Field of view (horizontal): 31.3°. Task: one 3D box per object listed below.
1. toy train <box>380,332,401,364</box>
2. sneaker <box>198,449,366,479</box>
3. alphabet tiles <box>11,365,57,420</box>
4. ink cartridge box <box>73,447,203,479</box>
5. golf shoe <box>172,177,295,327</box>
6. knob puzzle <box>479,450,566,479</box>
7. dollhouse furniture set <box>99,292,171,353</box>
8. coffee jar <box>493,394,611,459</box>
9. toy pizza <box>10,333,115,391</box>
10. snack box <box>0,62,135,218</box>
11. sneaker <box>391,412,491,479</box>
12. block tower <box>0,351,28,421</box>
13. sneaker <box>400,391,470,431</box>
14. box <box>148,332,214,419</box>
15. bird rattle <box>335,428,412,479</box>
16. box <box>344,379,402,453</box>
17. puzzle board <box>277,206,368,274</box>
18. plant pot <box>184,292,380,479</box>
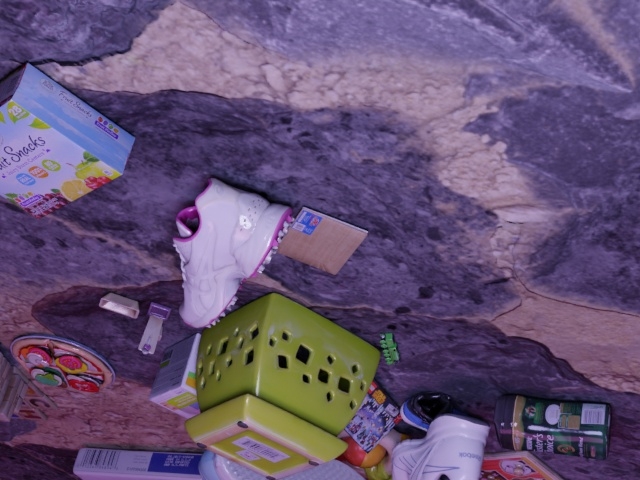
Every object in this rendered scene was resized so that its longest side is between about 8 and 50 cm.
[{"bbox_3d":[0.110,0.171,1.800,0.023,0.017,0.083,-6,144,11],"label":"toy train"},{"bbox_3d":[-0.050,0.439,2.005,0.366,0.135,0.150,34,148,-19],"label":"sneaker"},{"bbox_3d":[-0.718,0.294,2.317,0.342,0.011,0.285,0,145,22],"label":"alphabet tiles"},{"bbox_3d":[-0.321,0.551,2.506,0.324,0.071,0.330,-2,147,23],"label":"ink cartridge box"},{"bbox_3d":[-0.150,0.016,1.596,0.140,0.115,0.306,32,139,-7],"label":"golf shoe"},{"bbox_3d":[0.344,0.446,2.118,0.213,0.030,0.213,10,148,6],"label":"knob puzzle"},{"bbox_3d":[-0.315,0.146,1.866,0.114,0.081,0.091,19,147,-8],"label":"dollhouse furniture set"},{"bbox_3d":[0.371,0.299,1.836,0.184,0.079,0.096,3,146,18],"label":"coffee jar"},{"bbox_3d":[-0.479,0.235,2.112,0.201,0.032,0.201,10,148,6],"label":"toy pizza"},{"bbox_3d":[-0.373,-0.124,1.486,0.207,0.070,0.174,-21,134,41],"label":"snack box"},{"bbox_3d":[0.186,0.388,1.892,0.111,0.129,0.297,14,148,-9],"label":"sneaker"},{"bbox_3d":[-0.650,0.219,2.088,0.097,0.091,0.335,1,143,16],"label":"block tower"},{"bbox_3d":[0.215,0.300,1.917,0.152,0.058,0.084,24,156,-3],"label":"sneaker"},{"bbox_3d":[-0.171,0.259,1.963,0.203,0.103,0.114,32,144,-26],"label":"box"},{"bbox_3d":[0.064,0.380,2.086,0.253,0.143,0.207,28,136,3],"label":"bird rattle"},{"bbox_3d":[0.078,0.292,1.932,0.027,0.094,0.137,38,170,45],"label":"box"},{"bbox_3d":[0.000,0.000,1.586,0.096,0.011,0.128,22,146,-9],"label":"puzzle board"},{"bbox_3d":[-0.070,0.244,1.807,0.228,0.207,0.227,31,145,-23],"label":"plant pot"}]
